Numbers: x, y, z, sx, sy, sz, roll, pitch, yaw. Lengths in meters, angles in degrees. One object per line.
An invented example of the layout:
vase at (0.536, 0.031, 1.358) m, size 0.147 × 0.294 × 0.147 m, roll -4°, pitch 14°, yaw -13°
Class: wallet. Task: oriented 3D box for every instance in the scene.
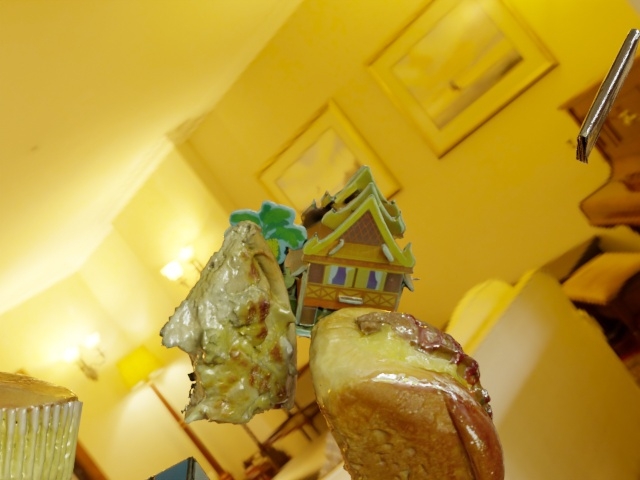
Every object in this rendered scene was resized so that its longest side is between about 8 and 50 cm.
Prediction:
wallet at (0.391, -0.196, 1.136) m, size 0.176 × 0.026 × 0.095 m, roll -62°, pitch -21°, yaw -12°

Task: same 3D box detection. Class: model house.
model house at (0.000, 0.000, 1.554) m, size 0.242 × 0.357 × 0.313 m, roll -92°, pitch 11°, yaw -64°

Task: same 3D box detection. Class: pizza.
pizza at (-0.107, 0.145, 1.147) m, size 0.089 × 0.324 × 0.223 m, roll 11°, pitch 32°, yaw 36°

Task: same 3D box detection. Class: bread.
bread at (-0.404, 0.218, 0.954) m, size 0.250 × 0.133 × 0.179 m, roll 1°, pitch -7°, yaw 14°

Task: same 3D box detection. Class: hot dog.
hot dog at (0.139, 0.270, 1.182) m, size 0.223 × 0.405 × 0.185 m, roll -17°, pitch 25°, yaw 10°

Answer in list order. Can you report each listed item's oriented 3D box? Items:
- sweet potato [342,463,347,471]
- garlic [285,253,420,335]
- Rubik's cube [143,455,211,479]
sweet potato at (0.225, 0.557, 2.124) m, size 0.336 × 0.131 × 0.131 m, roll -19°, pitch 2°, yaw 8°
garlic at (0.015, 0.123, 1.930) m, size 0.339 × 0.232 × 0.246 m, roll 6°, pitch -15°, yaw 36°
Rubik's cube at (-0.263, 0.532, 1.485) m, size 0.183 × 0.180 × 0.167 m, roll -29°, pitch 21°, yaw 6°
